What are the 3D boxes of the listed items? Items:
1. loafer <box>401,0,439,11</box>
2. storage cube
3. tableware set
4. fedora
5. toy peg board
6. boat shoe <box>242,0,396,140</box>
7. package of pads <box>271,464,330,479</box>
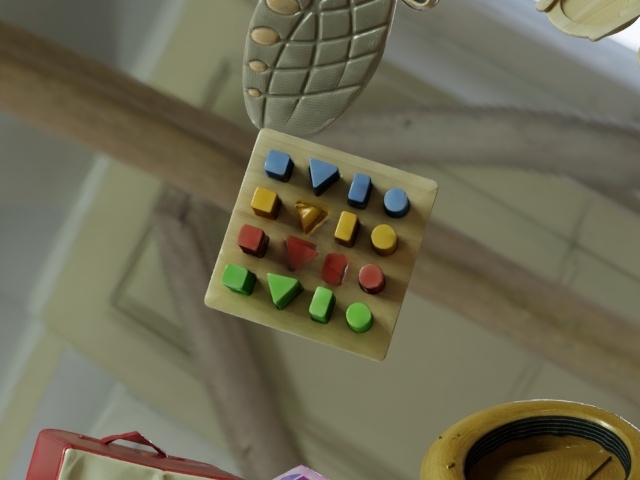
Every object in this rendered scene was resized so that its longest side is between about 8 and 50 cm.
[{"bbox_3d":[0.045,-0.226,1.381,0.045,0.125,0.039,-48,3,13],"label":"loafer"},{"bbox_3d":[-0.182,0.285,1.629,0.193,0.183,0.215,174,111,-75],"label":"storage cube"},{"bbox_3d":[0.231,-0.151,1.117,0.141,0.168,0.020,-33,-40,-15],"label":"tableware set"},{"bbox_3d":[0.170,0.197,1.346,0.194,0.194,0.079,-36,-44,-44],"label":"fedora"},{"bbox_3d":[0.000,0.000,1.478,0.079,0.161,0.161,68,-140,-84],"label":"toy peg board"},{"bbox_3d":[0.026,-0.240,1.567,0.116,0.123,0.324,-54,-12,-71],"label":"boat shoe"},{"bbox_3d":[-0.029,0.276,1.926,0.083,0.050,0.032,-20,-56,-48],"label":"package of pads"}]
